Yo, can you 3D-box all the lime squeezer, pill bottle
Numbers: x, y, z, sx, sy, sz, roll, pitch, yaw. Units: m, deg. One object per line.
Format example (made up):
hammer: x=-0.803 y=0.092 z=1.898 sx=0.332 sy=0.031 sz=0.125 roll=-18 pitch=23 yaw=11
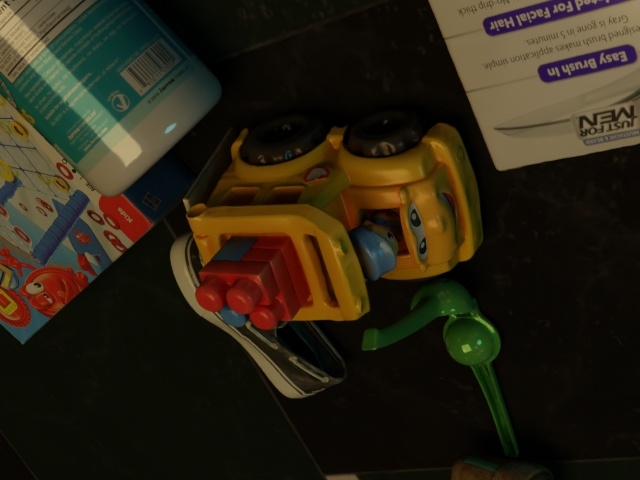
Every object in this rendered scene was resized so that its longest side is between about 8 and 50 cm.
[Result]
lime squeezer: x=0.128 y=0.100 z=0.980 sx=0.059 sy=0.110 sz=0.310 roll=-21 pitch=145 yaw=22
pill bottle: x=-0.221 y=-0.175 z=0.926 sx=0.264 sy=0.146 sz=0.146 roll=47 pitch=133 yaw=-9

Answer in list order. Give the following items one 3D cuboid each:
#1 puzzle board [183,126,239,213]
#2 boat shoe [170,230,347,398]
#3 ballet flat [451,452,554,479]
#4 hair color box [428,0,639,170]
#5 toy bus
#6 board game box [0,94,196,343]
puzzle board: x=-0.087 y=-0.030 z=0.974 sx=0.011 sy=0.128 sz=0.096 roll=-2 pitch=123 yaw=20
boat shoe: x=-0.056 y=0.067 z=1.075 sx=0.070 sy=0.078 sz=0.219 roll=-23 pitch=119 yaw=40
ballet flat: x=0.188 y=0.348 z=1.136 sx=0.124 sy=0.116 sz=0.342 roll=23 pitch=139 yaw=40
hair color box: x=0.154 y=-0.225 z=0.701 sx=0.185 sy=0.110 sz=0.339 roll=-9 pitch=118 yaw=33
toy bus: x=0.000 y=0.000 z=0.893 sx=0.220 sy=0.211 sz=0.149 roll=0 pitch=123 yaw=28
board game box: x=-0.328 y=-0.078 z=1.103 sx=0.308 sy=0.086 sz=0.302 roll=45 pitch=133 yaw=-9
